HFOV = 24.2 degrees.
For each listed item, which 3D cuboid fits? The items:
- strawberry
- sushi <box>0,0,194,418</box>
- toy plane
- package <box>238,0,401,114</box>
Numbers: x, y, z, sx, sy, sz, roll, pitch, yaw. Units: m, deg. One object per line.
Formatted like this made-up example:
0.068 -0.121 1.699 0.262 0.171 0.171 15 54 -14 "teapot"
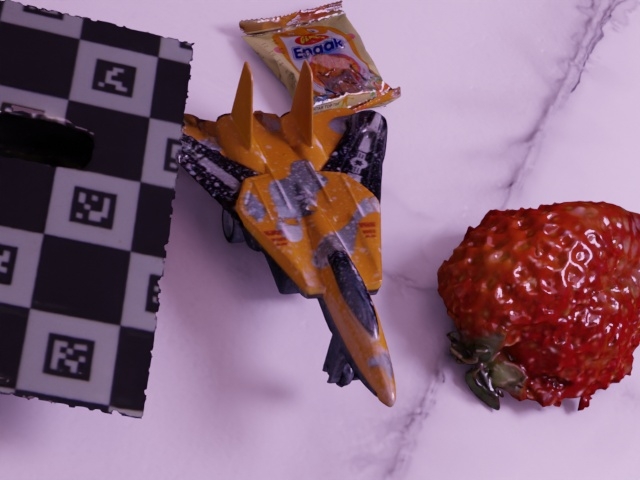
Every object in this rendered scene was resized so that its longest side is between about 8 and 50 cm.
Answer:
0.198 0.026 1.177 0.175 0.107 0.236 39 51 8 "strawberry"
-0.285 -0.038 1.066 0.359 0.064 0.343 11 53 -12 "sushi"
-0.003 0.008 1.111 0.204 0.103 0.316 -4 53 -22 "toy plane"
0.001 -0.151 1.281 0.108 0.031 0.121 -17 62 -30 "package"
